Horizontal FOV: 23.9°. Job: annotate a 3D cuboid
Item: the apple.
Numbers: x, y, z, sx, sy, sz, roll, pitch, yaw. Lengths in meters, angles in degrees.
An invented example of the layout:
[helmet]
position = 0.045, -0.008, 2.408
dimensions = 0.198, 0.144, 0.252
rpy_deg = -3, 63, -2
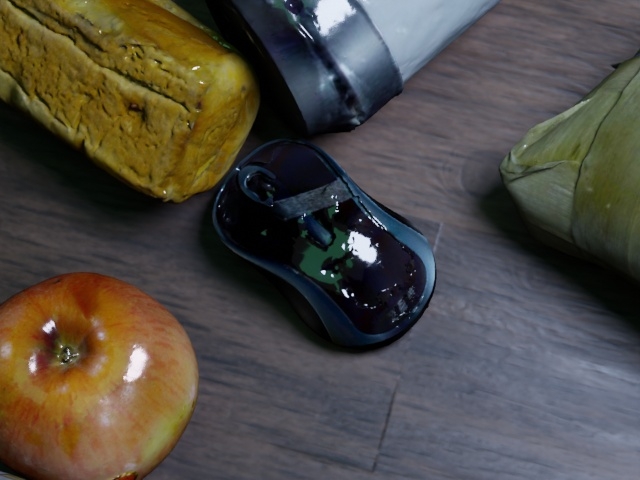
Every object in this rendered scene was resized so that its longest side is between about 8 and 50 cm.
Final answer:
[apple]
position = -0.212, 0.126, 1.346
dimensions = 0.209, 0.164, 0.209
rpy_deg = 1, 59, -1

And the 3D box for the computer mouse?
[computer mouse]
position = 0.000, 0.000, 1.412
dimensions = 0.233, 0.096, 0.137
rpy_deg = 37, 79, 14

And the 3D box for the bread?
[bread]
position = -0.208, -0.163, 1.448
dimensions = 0.294, 0.167, 0.132
rpy_deg = 33, 33, 18

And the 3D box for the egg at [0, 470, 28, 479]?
[egg]
position = -0.278, 0.298, 1.293
dimensions = 0.271, 0.196, 0.196
rpy_deg = 22, 74, -8

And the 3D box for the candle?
[candle]
position = 0.064, -0.269, 1.433
dimensions = 0.342, 0.221, 0.221
rpy_deg = -39, 73, -10

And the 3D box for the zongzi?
[zongzi]
position = 0.414, -0.085, 1.339
dimensions = 0.393, 0.174, 0.356
rpy_deg = -43, 55, -15
